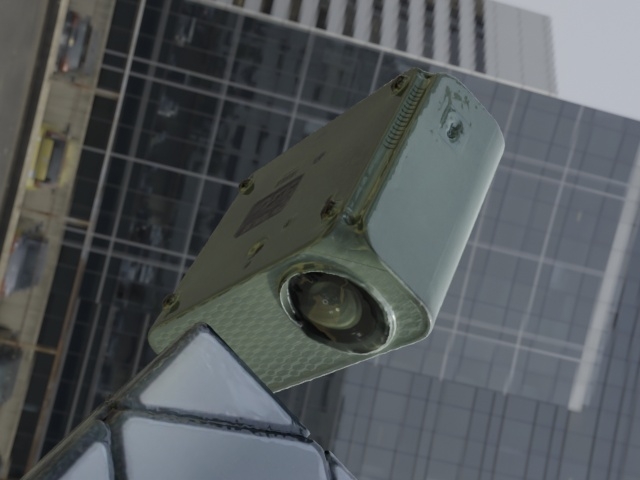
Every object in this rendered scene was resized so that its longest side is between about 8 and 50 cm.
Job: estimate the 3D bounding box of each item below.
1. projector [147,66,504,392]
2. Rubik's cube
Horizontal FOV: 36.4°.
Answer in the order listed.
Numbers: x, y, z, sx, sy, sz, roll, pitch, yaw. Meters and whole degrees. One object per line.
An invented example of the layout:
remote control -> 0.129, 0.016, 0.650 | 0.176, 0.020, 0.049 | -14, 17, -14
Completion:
projector -> 0.000, 0.000, 0.737 | 0.250, 0.108, 0.198 | -26, -154, 44
Rubik's cube -> -0.098, 0.207, 0.529 | 0.205, 0.205, 0.207 | -42, -179, 34
